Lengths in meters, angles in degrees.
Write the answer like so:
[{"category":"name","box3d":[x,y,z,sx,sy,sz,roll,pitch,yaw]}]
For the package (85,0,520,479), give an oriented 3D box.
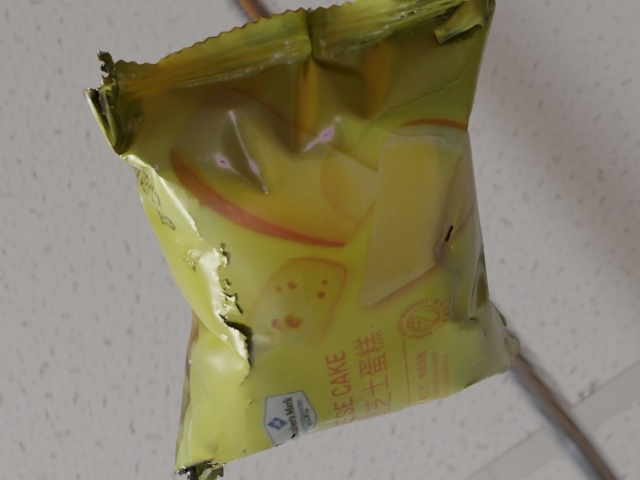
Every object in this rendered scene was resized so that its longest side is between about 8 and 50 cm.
[{"category":"package","box3d":[0.000,0.000,0.639,0.168,0.226,0.090,-19,-141,-8]}]
